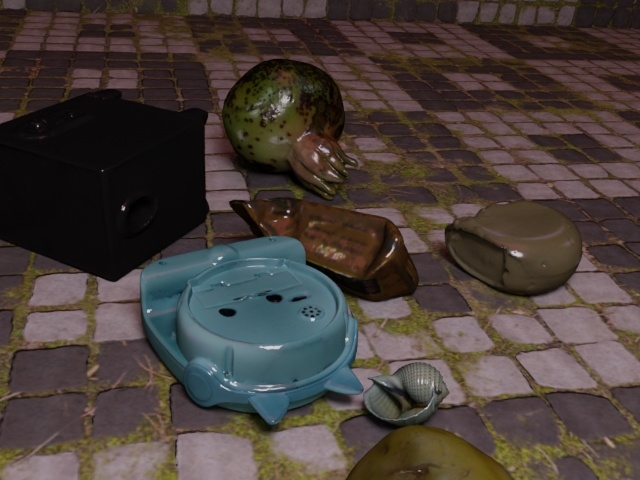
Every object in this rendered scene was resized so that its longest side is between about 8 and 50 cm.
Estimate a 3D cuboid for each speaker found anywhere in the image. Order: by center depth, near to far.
[{"bbox_3d":[-0.311,-0.097,1.058,0.232,0.184,0.254,17,32,22],"label":"speaker"}]

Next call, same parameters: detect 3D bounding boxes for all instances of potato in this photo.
[{"bbox_3d":[0.085,0.237,0.552,0.155,0.136,0.200,4,30,-1],"label":"potato"}]

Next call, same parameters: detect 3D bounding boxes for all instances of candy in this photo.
[{"bbox_3d":[0.000,0.000,0.997,0.272,0.143,0.101,17,70,24],"label":"candy"}]

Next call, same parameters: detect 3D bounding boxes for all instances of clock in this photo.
[{"bbox_3d":[-0.067,0.097,0.831,0.224,0.094,0.274,-14,33,-29],"label":"clock"}]

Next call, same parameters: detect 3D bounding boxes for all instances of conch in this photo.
[{"bbox_3d":[0.094,0.168,0.768,0.085,0.056,0.076,-15,38,28],"label":"conch"}]

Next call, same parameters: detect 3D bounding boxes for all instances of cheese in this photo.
[{"bbox_3d":[0.299,0.005,1.067,0.175,0.091,0.203,28,34,37],"label":"cheese"}]

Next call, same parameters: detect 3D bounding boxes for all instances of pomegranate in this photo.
[{"bbox_3d":[-0.048,-0.190,1.305,0.222,0.276,0.204,-29,0,-17],"label":"pomegranate"}]
